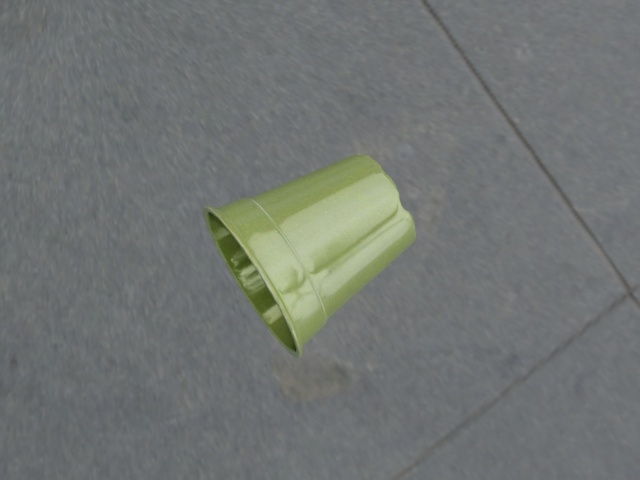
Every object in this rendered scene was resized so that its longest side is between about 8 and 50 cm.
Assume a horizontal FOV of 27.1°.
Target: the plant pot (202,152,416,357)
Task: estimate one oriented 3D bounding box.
[{"bbox_3d":[0.000,0.000,0.626,0.079,0.083,0.083,-31,107,-11],"label":"plant pot"}]
